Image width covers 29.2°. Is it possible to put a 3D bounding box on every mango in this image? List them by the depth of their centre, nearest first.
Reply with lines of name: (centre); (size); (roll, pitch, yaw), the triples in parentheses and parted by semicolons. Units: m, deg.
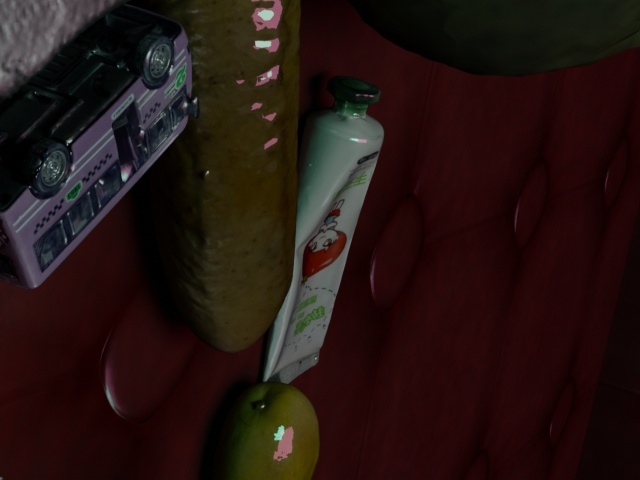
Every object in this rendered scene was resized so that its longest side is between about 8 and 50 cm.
mango: (-0.056, 0.230, 1.233); (0.130, 0.092, 0.194); (-49, 154, -43)

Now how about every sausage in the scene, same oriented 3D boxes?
sausage: (-0.076, -0.113, 0.946); (0.136, 0.123, 0.501); (-94, -176, -60)

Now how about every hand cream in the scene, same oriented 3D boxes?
hand cream: (0.000, 0.000, 1.244); (0.121, 0.076, 0.336); (-25, 134, -55)

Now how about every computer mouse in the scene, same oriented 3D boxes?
computer mouse: (-0.177, -0.175, 0.755); (0.217, 0.073, 0.122); (-44, 129, -32)

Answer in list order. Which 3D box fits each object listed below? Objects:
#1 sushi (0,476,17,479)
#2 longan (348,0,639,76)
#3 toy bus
sushi: (-0.292, 0.195, 0.765); (0.192, 0.050, 0.215); (-49, 148, 1)
longan: (0.179, -0.322, 1.036); (0.391, 0.391, 0.391); (-41, 140, -48)
toy bus: (-0.168, -0.068, 0.815); (0.199, 0.096, 0.108); (-52, 151, -33)
